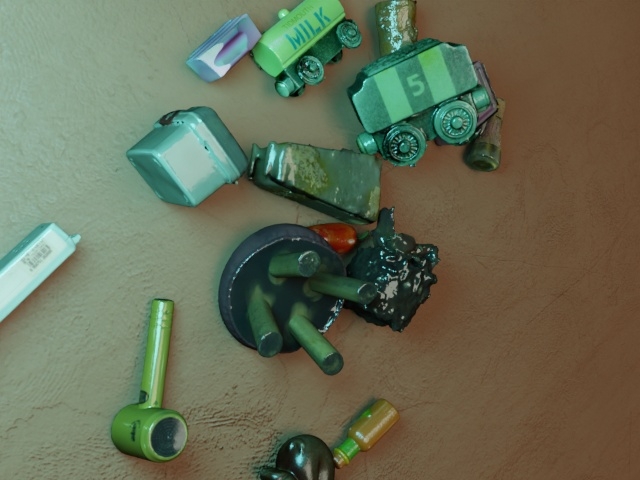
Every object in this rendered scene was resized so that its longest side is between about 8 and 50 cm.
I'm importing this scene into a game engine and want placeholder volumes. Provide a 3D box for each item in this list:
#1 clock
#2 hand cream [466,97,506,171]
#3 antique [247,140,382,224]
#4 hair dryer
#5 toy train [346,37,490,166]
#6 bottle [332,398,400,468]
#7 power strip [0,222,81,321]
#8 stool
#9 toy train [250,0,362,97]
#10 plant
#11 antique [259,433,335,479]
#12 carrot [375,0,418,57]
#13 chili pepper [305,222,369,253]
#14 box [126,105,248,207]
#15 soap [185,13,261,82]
[{"bbox_3d":[0.343,-0.339,1.614,0.193,0.073,0.144,-40,114,-29],"label":"clock"},{"bbox_3d":[0.443,-0.281,1.692,0.084,0.084,0.203,31,69,-33],"label":"hand cream"},{"bbox_3d":[-0.012,-0.128,1.327,0.284,0.125,0.150,12,84,-37],"label":"antique"},{"bbox_3d":[-0.287,0.240,1.146,0.090,0.135,0.278,14,74,-37],"label":"hair dryer"},{"bbox_3d":[0.204,-0.298,1.413,0.299,0.167,0.238,-23,110,3],"label":"toy train"},{"bbox_3d":[0.095,0.438,1.466,0.187,0.069,0.069,-38,113,-28],"label":"bottle"},{"bbox_3d":[-0.506,0.095,0.986,0.338,0.098,0.058,-51,118,-24],"label":"power strip"},{"bbox_3d":[-0.044,0.116,1.253,0.272,0.178,0.271,-10,110,-28],"label":"stool"},{"bbox_3d":[-0.030,-0.404,1.325,0.157,0.105,0.253,48,63,-13],"label":"toy train"},{"bbox_3d":[0.148,0.074,1.423,0.204,0.178,0.233,30,75,-32],"label":"plant"},{"bbox_3d":[-0.008,0.519,1.367,0.143,0.121,0.256,-47,111,-35],"label":"antique"},{"bbox_3d":[0.176,-0.413,1.487,0.102,0.102,0.262,-14,107,-35],"label":"carrot"},{"bbox_3d":[0.000,0.000,1.384,0.272,0.063,0.071,-9,85,-33],"label":"chili pepper"},{"bbox_3d":[-0.230,-0.141,1.116,0.129,0.210,0.148,-44,115,-19],"label":"box"},{"bbox_3d":[-0.178,-0.354,1.209,0.149,0.100,0.056,-51,119,-24],"label":"soap"}]
